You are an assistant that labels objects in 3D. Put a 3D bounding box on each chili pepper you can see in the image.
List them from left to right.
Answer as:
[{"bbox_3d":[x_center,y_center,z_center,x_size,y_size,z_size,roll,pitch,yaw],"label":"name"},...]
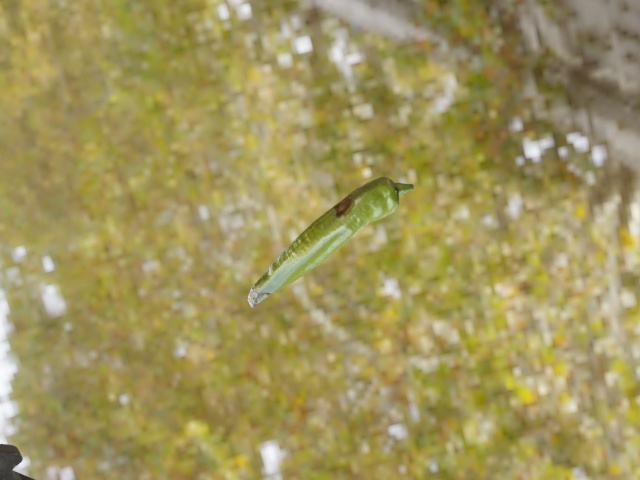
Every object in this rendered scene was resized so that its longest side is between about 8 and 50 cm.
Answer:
[{"bbox_3d":[0.000,0.000,1.812,0.208,0.043,0.049,-36,-164,14],"label":"chili pepper"}]

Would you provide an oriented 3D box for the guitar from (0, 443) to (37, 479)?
[{"bbox_3d":[-0.326,0.261,1.993,0.088,0.233,0.025,-58,-150,7],"label":"guitar"}]
